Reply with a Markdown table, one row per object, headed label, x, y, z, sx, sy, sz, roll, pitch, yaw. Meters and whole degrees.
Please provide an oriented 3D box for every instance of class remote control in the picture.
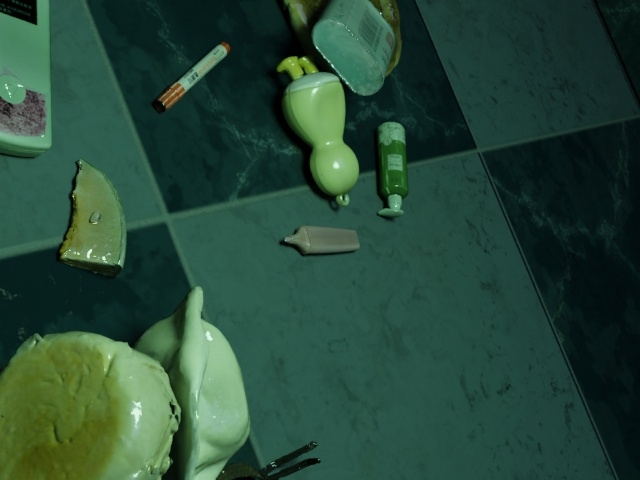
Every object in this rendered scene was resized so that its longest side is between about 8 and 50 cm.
| label | x | y | z | sx | sy | sz | roll | pitch | yaw |
| --- | --- | --- | --- | --- | --- | --- | --- | --- | --- |
| remote control | -0.471 | -0.291 | 1.550 | 0.145 | 0.050 | 0.344 | 15 | 60 | -42 |

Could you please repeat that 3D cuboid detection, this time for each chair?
| label | x | y | z | sx | sy | sz | roll | pitch | yaw |
| --- | --- | --- | --- | --- | --- | --- | --- | --- | --- |
| chair | -0.075 | 0.410 | 1.580 | 0.213 | 0.149 | 0.174 | -20 | 87 | -8 |

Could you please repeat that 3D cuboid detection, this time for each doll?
| label | x | y | z | sx | sy | sz | roll | pitch | yaw |
| --- | --- | --- | --- | --- | --- | --- | --- | --- | --- |
| doll | -0.002 | -0.206 | 1.976 | 0.141 | 0.117 | 0.296 | -16 | 95 | -56 |

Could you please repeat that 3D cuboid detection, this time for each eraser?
| label | x | y | z | sx | sy | sz | roll | pitch | yaw |
| --- | --- | --- | --- | --- | --- | --- | --- | --- | --- |
| eraser | 0.067 | -0.392 | 2.019 | 0.174 | 0.081 | 0.227 | 45 | 28 | -15 |

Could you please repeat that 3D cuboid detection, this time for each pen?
| label | x | y | z | sx | sy | sz | roll | pitch | yaw |
| --- | --- | --- | --- | --- | --- | --- | --- | --- | --- |
| pen | -0.223 | -0.290 | 1.835 | 0.028 | 0.028 | 0.239 | 52 | 41 | -14 |
| pen | 0.000 | 0.000 | 1.919 | 0.197 | 0.032 | 0.053 | 3 | 69 | -49 |

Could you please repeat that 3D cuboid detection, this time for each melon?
| label | x | y | z | sx | sy | sz | roll | pitch | yaw |
| --- | --- | --- | --- | --- | --- | --- | --- | --- | --- |
| melon | -0.336 | -0.037 | 1.576 | 0.098 | 0.054 | 0.182 | 17 | 57 | -23 |

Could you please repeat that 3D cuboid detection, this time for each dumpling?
| label | x | y | z | sx | sy | sz | roll | pitch | yaw |
| --- | --- | --- | --- | --- | --- | --- | --- | --- | --- |
| dumpling | -0.194 | 0.231 | 1.428 | 0.243 | 0.187 | 0.318 | -133 | -144 | -86 |

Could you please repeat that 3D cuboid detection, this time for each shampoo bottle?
| label | x | y | z | sx | sy | sz | roll | pitch | yaw |
| --- | --- | --- | --- | --- | --- | --- | --- | --- | --- |
| shampoo bottle | 0.145 | -0.140 | 2.129 | 0.065 | 0.065 | 0.205 | 23 | 55 | -38 |

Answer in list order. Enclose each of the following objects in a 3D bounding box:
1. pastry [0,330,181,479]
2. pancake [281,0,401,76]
| label | x | y | z | sx | sy | sz | roll | pitch | yaw |
| --- | --- | --- | --- | --- | --- | --- | --- | --- | --- |
| pastry | -0.302 | 0.235 | 1.309 | 0.133 | 0.264 | 0.265 | 43 | 37 | -62 |
| pancake | 0.044 | -0.512 | 2.208 | 0.382 | 0.071 | 0.382 | 23 | 56 | -38 |
